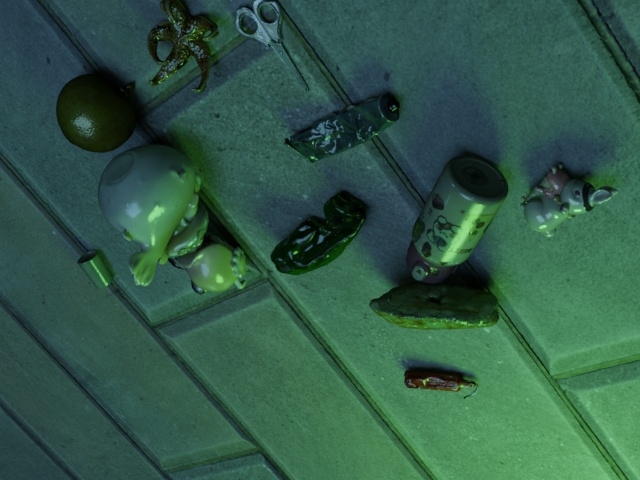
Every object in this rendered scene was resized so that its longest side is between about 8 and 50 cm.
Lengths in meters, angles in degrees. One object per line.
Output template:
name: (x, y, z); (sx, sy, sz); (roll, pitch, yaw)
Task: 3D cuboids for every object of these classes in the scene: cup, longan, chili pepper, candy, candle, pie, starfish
cup: (-0.552, 0.072, 2.072); (0.075, 0.054, 0.083); (-7, 123, 32)
longan: (-0.439, -0.259, 1.696); (0.155, 0.176, 0.145); (46, 180, -39)
chili pepper: (-0.001, -0.001, 1.687); (0.099, 0.083, 0.253); (50, 130, -1)
candy: (-0.303, 0.031, 1.905); (0.094, 0.051, 0.226); (-36, 105, 32)
candle: (0.255, 0.304, 1.807); (0.162, 0.048, 0.053); (1, 155, 27)
pie: (0.217, 0.125, 1.620); (0.248, 0.201, 0.090); (1, 85, 21)
starfish: (-0.252, -0.344, 1.554); (0.146, 0.074, 0.190); (37, 134, 0)

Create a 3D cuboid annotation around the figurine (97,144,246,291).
figurine: (-0.298, -0.003, 1.749); (0.227, 0.274, 0.394); (-4, 141, 36)

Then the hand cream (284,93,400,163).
hand cream: (0.043, -0.196, 1.522); (0.248, 0.052, 0.075); (-21, 112, 39)

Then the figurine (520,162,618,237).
figurine: (0.399, -0.074, 1.399); (0.098, 0.081, 0.146); (44, 134, -8)

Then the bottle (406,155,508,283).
bottle: (0.229, -0.023, 1.510); (0.120, 0.120, 0.253); (28, 133, 7)

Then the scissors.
scissors: (-0.075, -0.339, 1.501); (0.100, 0.015, 0.189); (-20, 114, 36)
